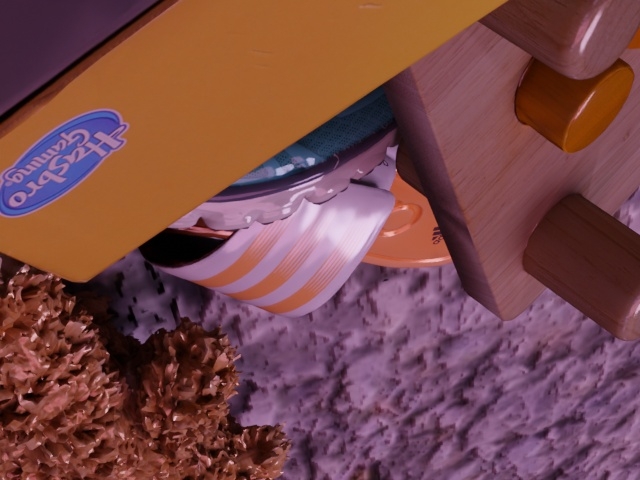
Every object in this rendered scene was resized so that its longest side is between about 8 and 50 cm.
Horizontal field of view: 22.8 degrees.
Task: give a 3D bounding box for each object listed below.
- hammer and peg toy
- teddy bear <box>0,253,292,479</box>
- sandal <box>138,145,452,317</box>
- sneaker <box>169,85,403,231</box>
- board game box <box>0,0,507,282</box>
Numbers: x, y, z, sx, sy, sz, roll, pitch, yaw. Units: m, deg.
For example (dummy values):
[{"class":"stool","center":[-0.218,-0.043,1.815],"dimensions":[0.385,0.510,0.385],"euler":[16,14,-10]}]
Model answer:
[{"class":"hammer and peg toy","center":[0.154,-0.157,0.558],"dimensions":[0.361,0.127,0.266],"euler":[-47,151,-10]},{"class":"teddy bear","center":[-0.144,0.102,0.812],"dimensions":[0.245,0.113,0.338],"euler":[-18,149,-2]},{"class":"sandal","center":[0.007,-0.006,0.771],"dimensions":[0.265,0.076,0.102],"euler":[9,137,-41]},{"class":"sneaker","center":[-0.076,-0.068,0.605],"dimensions":[0.275,0.107,0.110],"euler":[-8,137,-22]},{"class":"board game box","center":[0.016,-0.173,0.356],"dimensions":[0.316,0.242,0.064],"euler":[-32,149,17]}]
